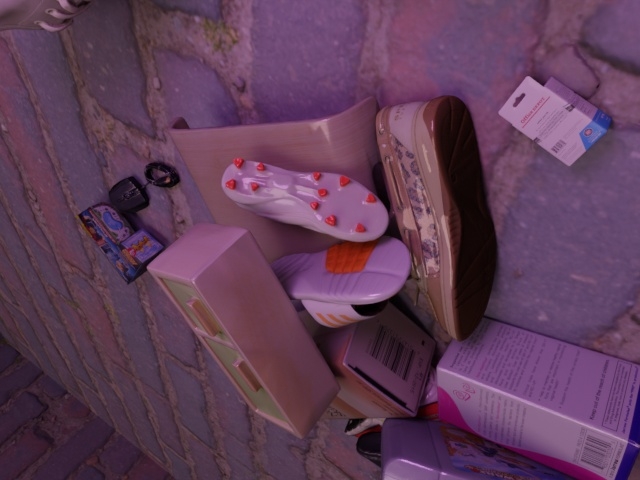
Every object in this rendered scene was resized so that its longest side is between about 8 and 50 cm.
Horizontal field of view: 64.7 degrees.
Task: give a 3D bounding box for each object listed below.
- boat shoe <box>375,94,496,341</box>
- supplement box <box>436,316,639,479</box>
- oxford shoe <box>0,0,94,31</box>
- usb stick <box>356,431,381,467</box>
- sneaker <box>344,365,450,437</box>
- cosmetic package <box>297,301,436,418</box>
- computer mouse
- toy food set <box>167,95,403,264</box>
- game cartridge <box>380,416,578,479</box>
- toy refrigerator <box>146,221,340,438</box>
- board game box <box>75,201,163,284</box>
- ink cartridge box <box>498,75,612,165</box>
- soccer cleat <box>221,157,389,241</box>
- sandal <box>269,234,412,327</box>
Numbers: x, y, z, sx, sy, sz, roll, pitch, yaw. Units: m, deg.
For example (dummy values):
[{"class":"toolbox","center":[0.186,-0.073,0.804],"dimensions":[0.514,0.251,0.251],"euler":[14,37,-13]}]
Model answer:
[{"class":"boat shoe","center":[0.133,-0.019,0.575],"dimensions":[0.089,0.104,0.285],"euler":[8,118,43]},{"class":"supplement box","center":[0.266,0.193,0.625],"dimensions":[0.220,0.114,0.111],"euler":[15,134,30]},{"class":"oxford shoe","center":[-0.305,-0.319,0.581],"dimensions":[0.449,0.169,0.130],"euler":[-10,123,20]},{"class":"usb stick","center":[0.143,0.391,0.884],"dimensions":[0.077,0.045,0.278],"euler":[-9,143,24]},{"class":"sneaker","center":[0.134,0.294,0.844],"dimensions":[0.118,0.107,0.279],"euler":[36,145,-6]},{"class":"cosmetic package","center":[0.017,0.196,0.813],"dimensions":[0.153,0.129,0.296],"euler":[38,145,-18]},{"class":"computer mouse","center":[-0.346,-0.096,0.967],"dimensions":[0.242,0.041,0.071],"euler":[-15,113,47]},{"class":"toy food set","center":[-0.043,-0.072,0.673],"dimensions":[0.306,0.092,0.220],"euler":[5,130,34]},{"class":"game cartridge","center":[0.226,0.298,0.641],"dimensions":[0.297,0.062,0.198],"euler":[10,175,6]},{"class":"toy refrigerator","center":[-0.085,0.115,0.608],"dimensions":[0.102,0.094,0.269],"euler":[9,134,44]},{"class":"board game box","center":[-0.424,0.000,1.091],"dimensions":[0.194,0.060,0.194],"euler":[-10,117,51]},{"class":"ink cartridge box","center":[0.214,-0.114,0.465],"dimensions":[0.083,0.028,0.048],"euler":[39,141,7]},{"class":"soccer cleat","center":[-0.017,-0.044,0.568],"dimensions":[0.196,0.068,0.076],"euler":[17,165,12]},{"class":"sandal","center":[0.015,0.057,0.613],"dimensions":[0.265,0.102,0.076],"euler":[-8,124,50]}]
